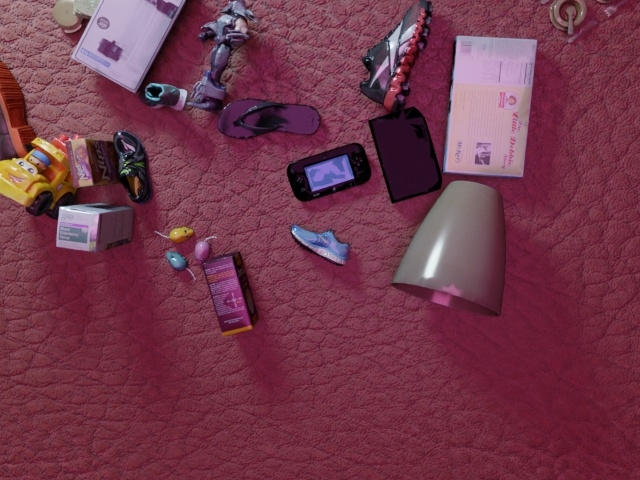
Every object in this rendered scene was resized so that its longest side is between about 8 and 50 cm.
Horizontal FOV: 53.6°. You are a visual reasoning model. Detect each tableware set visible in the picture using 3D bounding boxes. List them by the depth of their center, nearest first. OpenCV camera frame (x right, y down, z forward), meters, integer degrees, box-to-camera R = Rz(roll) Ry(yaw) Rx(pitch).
[{"bbox_3d":[0.628,-0.567,1.476,0.194,0.039,0.128,-36,93,7],"label":"tableware set"}]

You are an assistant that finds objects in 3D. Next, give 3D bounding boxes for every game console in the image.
[{"bbox_3d":[0.102,-0.176,1.553,0.362,0.044,0.213,-17,95,6],"label":"game console"}]

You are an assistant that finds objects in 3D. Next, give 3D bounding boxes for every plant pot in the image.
[{"bbox_3d":[0.326,0.010,1.477,0.257,0.256,0.273,18,82,1],"label":"plant pot"}]

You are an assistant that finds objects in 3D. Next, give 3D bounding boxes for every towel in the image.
[{"bbox_3d":[-0.521,-0.584,1.540,0.148,0.027,0.110,10,96,-9],"label":"towel"}]

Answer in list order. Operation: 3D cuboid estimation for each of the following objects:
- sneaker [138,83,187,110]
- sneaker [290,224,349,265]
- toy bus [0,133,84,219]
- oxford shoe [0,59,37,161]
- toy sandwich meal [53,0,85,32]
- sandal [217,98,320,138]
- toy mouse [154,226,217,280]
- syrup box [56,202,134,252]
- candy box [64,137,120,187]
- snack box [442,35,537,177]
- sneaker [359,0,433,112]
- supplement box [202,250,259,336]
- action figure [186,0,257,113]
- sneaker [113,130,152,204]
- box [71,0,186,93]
[{"bbox_3d":[-0.392,-0.354,1.517,0.167,0.076,0.064,11,88,40],"label":"sneaker"},{"bbox_3d":[0.000,0.000,1.581,0.162,0.063,0.073,28,80,-4],"label":"sneaker"},{"bbox_3d":[-0.652,-0.174,1.518,0.149,0.220,0.211,36,91,4],"label":"toy bus"},{"bbox_3d":[-0.792,-0.320,1.567,0.099,0.097,0.271,-14,96,11],"label":"oxford shoe"},{"bbox_3d":[-0.615,-0.554,1.561,0.086,0.029,0.085,0,94,3],"label":"toy sandwich meal"},{"bbox_3d":[-0.129,-0.301,1.546,0.255,0.054,0.097,-3,96,4],"label":"sandal"},{"bbox_3d":[-0.337,0.036,1.610,0.161,0.031,0.143,-8,96,4],"label":"toy mouse"},{"bbox_3d":[-0.530,-0.034,1.511,0.093,0.237,0.096,7,97,2],"label":"syrup box"},{"bbox_3d":[-0.539,-0.184,1.519,0.053,0.186,0.109,-8,97,5],"label":"candy box"},{"bbox_3d":[0.400,-0.314,1.509,0.187,0.060,0.321,5,97,3],"label":"snack box"},{"bbox_3d":[0.173,-0.445,1.489,0.135,0.097,0.276,21,91,10],"label":"sneaker"},{"bbox_3d":[-0.222,0.130,1.578,0.081,0.104,0.188,-15,96,5],"label":"supplement box"},{"bbox_3d":[-0.233,-0.445,1.485,0.099,0.185,0.284,13,103,-23],"label":"action figure"},{"bbox_3d":[-0.467,-0.181,1.569,0.067,0.078,0.188,-14,95,5],"label":"sneaker"},{"bbox_3d":[-0.444,-0.518,1.503,0.169,0.087,0.289,30,97,-18],"label":"box"}]
